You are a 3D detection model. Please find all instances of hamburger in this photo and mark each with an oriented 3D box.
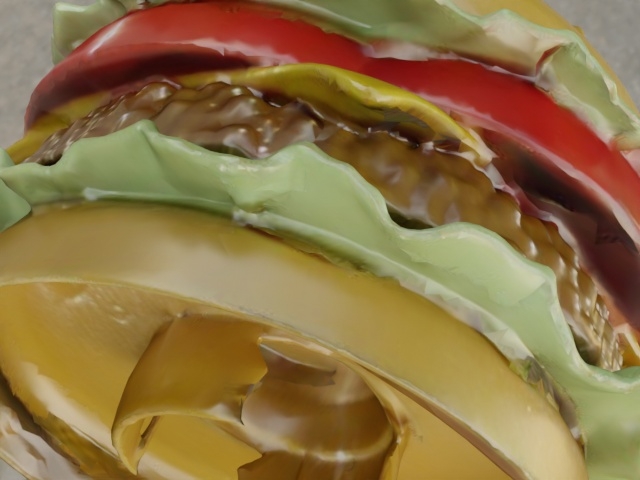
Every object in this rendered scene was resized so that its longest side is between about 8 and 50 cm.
[{"bbox_3d":[0.005,0.001,0.539,0.274,0.274,0.212,39,54,-24],"label":"hamburger"}]

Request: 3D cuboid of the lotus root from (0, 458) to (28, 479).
[{"bbox_3d":[-0.103,0.261,0.978,0.390,0.111,0.375,51,53,-15],"label":"lotus root"}]
